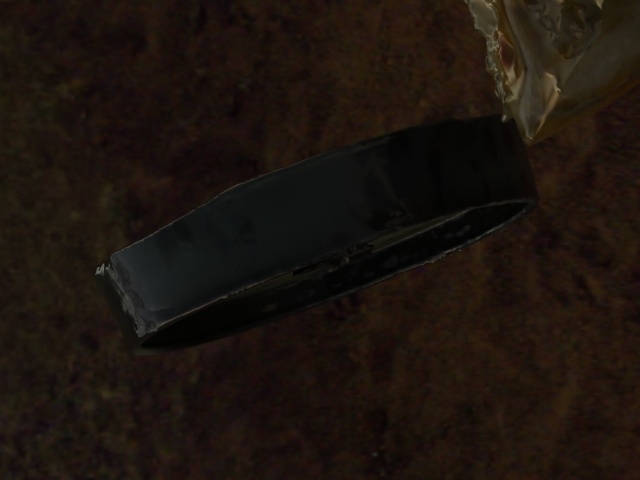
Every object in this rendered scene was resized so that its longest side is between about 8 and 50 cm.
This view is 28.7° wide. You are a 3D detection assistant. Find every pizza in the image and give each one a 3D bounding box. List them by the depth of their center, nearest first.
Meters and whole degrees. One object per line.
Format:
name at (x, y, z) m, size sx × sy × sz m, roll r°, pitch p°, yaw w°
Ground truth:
pizza at (0.108, -0.207, 0.635) m, size 0.189 × 0.071 × 0.297 m, roll -30°, pitch 107°, yaw 2°

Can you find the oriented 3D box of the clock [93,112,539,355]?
clock at (0.000, 0.000, 0.900) m, size 0.325 × 0.325 × 0.067 m, roll -26°, pitch 80°, yaw 40°
